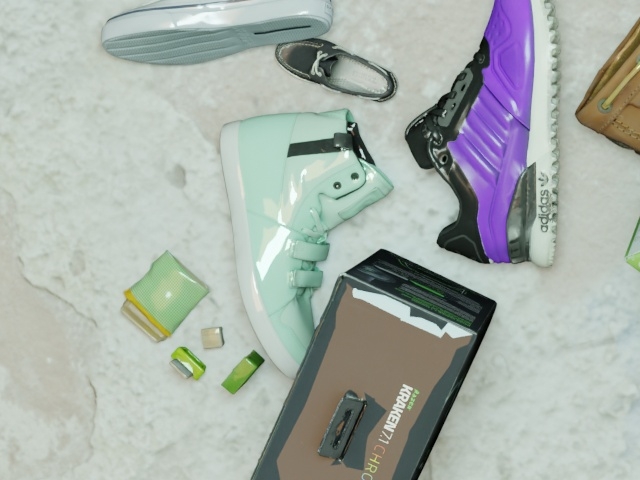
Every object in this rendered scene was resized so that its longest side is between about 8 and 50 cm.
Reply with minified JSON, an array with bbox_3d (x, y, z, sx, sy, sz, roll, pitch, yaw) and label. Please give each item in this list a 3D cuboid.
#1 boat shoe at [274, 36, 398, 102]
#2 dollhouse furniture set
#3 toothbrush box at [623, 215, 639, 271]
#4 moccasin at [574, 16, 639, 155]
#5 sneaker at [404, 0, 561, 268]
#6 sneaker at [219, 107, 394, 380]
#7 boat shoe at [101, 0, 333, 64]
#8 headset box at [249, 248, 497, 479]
[{"bbox_3d":[0.013,-0.164,1.856,0.125,0.038,0.046,24,98,6],"label":"boat shoe"},{"bbox_3d":[-0.127,0.086,1.888,0.151,0.058,0.076,42,99,4],"label":"dollhouse furniture set"},{"bbox_3d":[0.426,-0.003,1.667,0.283,0.122,0.206,34,63,-19],"label":"toothbrush box"},{"bbox_3d":[0.349,-0.260,1.756,0.147,0.139,0.380,25,107,-2],"label":"moccasin"},{"bbox_3d":[0.149,-0.119,1.806,0.146,0.102,0.293,0,95,10],"label":"sneaker"},{"bbox_3d":[0.000,0.000,1.839,0.151,0.094,0.256,-11,90,16],"label":"sneaker"},{"bbox_3d":[-0.098,-0.222,1.860,0.226,0.083,0.076,-5,68,7],"label":"boat shoe"},{"bbox_3d":[0.045,0.153,1.753,0.131,0.283,0.246,25,98,6],"label":"headset box"}]
